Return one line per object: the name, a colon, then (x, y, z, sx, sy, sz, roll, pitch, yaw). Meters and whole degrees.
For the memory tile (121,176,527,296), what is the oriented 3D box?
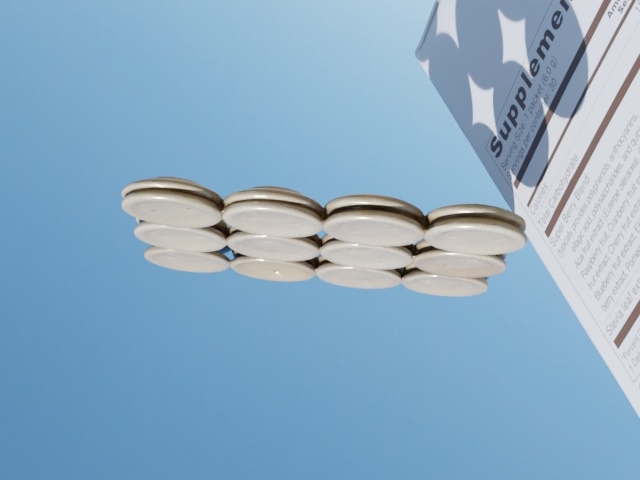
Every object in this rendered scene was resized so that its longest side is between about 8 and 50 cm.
memory tile: (0.000, 0.000, 0.441, 0.148, 0.012, 0.113, 5, 165, 0)

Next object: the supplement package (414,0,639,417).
supplement package: (0.191, -0.056, 0.456, 0.178, 0.175, 0.293, 0, -137, -24)
